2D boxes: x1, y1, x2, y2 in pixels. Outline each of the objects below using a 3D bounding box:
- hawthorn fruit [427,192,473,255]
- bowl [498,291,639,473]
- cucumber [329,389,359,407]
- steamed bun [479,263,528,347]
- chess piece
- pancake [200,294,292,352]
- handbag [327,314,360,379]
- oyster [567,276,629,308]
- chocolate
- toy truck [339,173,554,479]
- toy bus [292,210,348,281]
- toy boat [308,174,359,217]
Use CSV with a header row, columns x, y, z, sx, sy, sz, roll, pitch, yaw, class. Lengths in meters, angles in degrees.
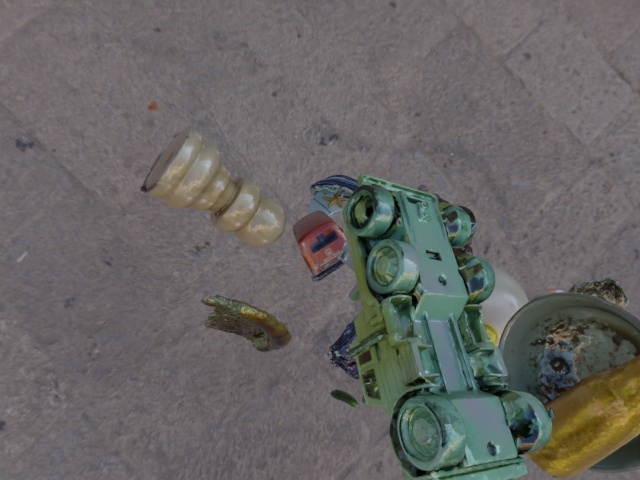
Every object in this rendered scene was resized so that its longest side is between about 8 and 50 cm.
x,y,z,sx,sy,sz,roll,pitch,yaw,class
0.258,0.036,1.171,0.309,0.325,0.307,5,80,-30,hawthorn fruit
0.481,0.234,0.748,0.146,0.289,0.288,3,85,-34,bowl
0.088,0.590,1.601,0.039,0.168,0.039,-1,91,-37,cucumber
0.505,0.253,1.432,0.334,0.334,0.374,42,112,-3,steamed bun
-0.179,-0.079,0.791,0.261,0.143,0.142,36,80,-33,chess piece
-0.243,0.286,1.393,0.305,0.426,0.066,15,64,-6,pancake
0.150,0.381,1.569,0.162,0.113,0.260,40,97,12,handbag
0.736,0.163,1.149,0.064,0.177,0.124,-34,83,-36,oyster
0.304,0.190,0.463,0.086,0.219,0.085,5,47,-5,chocolate
0.082,0.077,0.381,0.129,0.135,0.259,10,51,-31,toy truck
0.000,0.000,1.003,0.121,0.265,0.119,-33,102,0,toy bus
0.030,-0.123,1.525,0.221,0.066,0.290,13,53,20,toy boat
